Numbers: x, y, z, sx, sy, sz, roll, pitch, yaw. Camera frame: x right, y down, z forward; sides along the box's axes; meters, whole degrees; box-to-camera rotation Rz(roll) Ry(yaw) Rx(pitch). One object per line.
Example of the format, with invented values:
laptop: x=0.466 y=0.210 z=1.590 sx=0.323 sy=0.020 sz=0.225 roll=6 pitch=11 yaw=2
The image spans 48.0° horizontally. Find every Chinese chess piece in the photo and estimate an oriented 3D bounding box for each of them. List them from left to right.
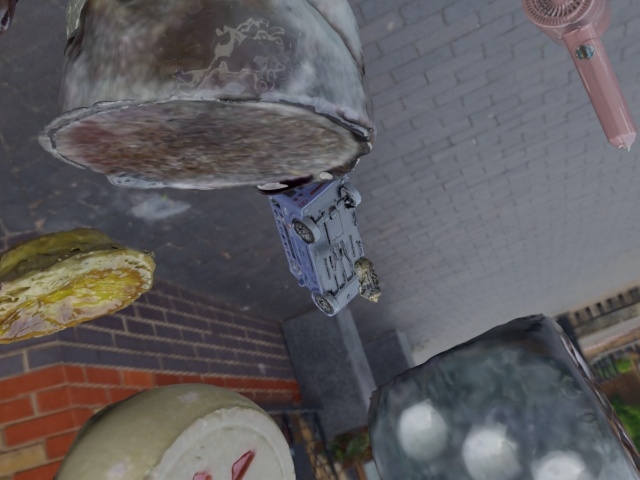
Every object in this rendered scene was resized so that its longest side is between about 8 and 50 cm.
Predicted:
Chinese chess piece: x=-0.169 y=0.341 z=0.863 sx=0.141 sy=0.337 sz=0.338 roll=0 pitch=175 yaw=35

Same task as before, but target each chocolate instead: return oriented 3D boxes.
chocolate: x=-0.099 y=-0.174 z=0.674 sx=0.304 sy=0.212 sz=0.303 roll=0 pitch=171 yaw=0

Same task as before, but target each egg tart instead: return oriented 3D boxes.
egg tart: x=-0.448 y=0.066 z=1.240 sx=0.341 sy=0.128 sz=0.341 roll=-20 pitch=168 yaw=-5

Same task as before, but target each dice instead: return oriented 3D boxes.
dice: x=0.159 y=0.178 z=0.609 sx=0.182 sy=0.183 sz=0.181 roll=-32 pitch=156 yaw=17

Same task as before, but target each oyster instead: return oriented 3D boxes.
oyster: x=0.087 y=0.071 z=1.281 sx=0.054 sy=0.083 sz=0.019 roll=-15 pitch=-178 yaw=-42

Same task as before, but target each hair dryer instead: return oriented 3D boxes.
hair dryer: x=0.488 y=-0.319 z=1.295 sx=0.125 sy=0.352 sz=0.210 roll=-22 pitch=172 yaw=28

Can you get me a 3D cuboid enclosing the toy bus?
toy bus: x=0.000 y=0.000 z=1.310 sx=0.125 sy=0.133 sz=0.292 roll=-42 pitch=142 yaw=-25

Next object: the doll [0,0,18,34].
doll: x=-0.388 y=-0.336 z=0.614 sx=0.209 sy=0.317 sz=0.339 roll=-17 pitch=-166 yaw=13

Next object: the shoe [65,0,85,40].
shoe: x=-0.296 y=-0.341 z=1.065 sx=0.126 sy=0.099 sz=0.227 roll=-4 pitch=149 yaw=-41
